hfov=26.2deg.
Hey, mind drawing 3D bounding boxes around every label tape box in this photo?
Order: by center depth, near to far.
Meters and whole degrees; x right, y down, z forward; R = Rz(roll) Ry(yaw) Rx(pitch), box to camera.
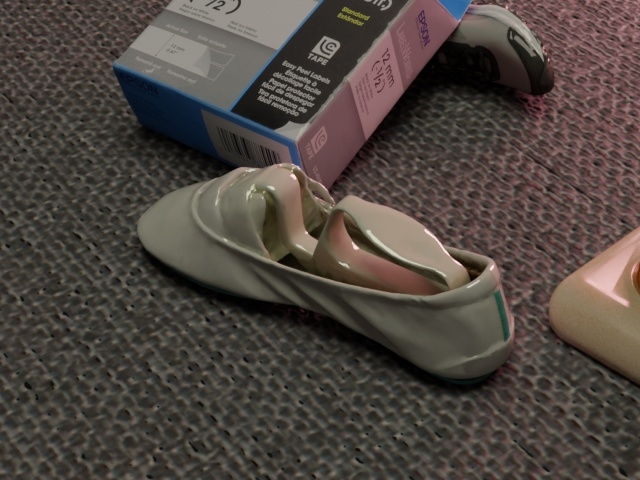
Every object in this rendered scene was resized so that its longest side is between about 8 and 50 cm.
[{"bbox_3d":[-0.015,-0.234,1.482,0.249,0.115,0.347,25,66,29],"label":"label tape box"}]

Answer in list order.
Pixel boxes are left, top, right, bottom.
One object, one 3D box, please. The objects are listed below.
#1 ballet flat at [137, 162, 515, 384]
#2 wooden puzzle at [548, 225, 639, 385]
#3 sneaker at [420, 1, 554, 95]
[{"bbox_3d":[0.000,0.000,1.259,0.400,0.139,0.139,22,46,26],"label":"ballet flat"},{"bbox_3d":[0.431,0.038,1.235,0.322,0.080,0.348,32,51,33],"label":"wooden puzzle"},{"bbox_3d":[0.149,-0.221,1.557,0.271,0.100,0.108,32,69,34],"label":"sneaker"}]
